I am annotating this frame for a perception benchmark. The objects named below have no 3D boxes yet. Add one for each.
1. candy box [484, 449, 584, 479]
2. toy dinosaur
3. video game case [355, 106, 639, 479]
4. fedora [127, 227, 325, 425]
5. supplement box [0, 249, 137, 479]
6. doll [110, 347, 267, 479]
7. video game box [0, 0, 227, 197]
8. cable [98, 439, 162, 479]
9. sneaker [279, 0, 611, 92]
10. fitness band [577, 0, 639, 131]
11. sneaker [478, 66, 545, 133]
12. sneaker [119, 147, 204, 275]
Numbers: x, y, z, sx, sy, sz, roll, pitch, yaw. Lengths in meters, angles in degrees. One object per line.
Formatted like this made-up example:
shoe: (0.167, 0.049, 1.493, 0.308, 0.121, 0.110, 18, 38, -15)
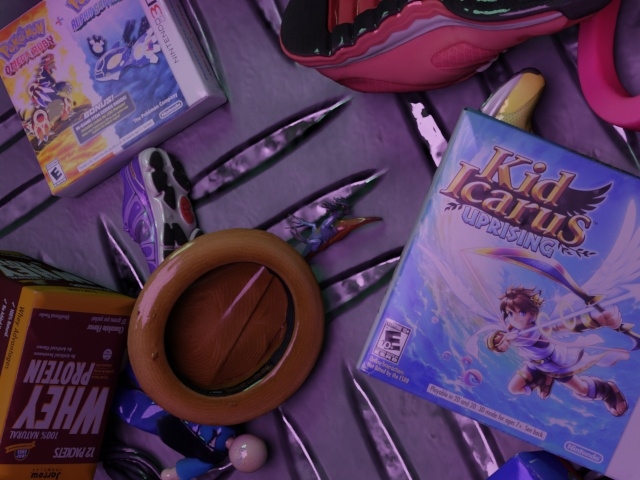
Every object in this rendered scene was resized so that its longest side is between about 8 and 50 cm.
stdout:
candy box: (0.162, 0.379, 1.387, 0.317, 0.122, 0.268, -45, 71, 18)
toy dinosaur: (0.000, 0.000, 1.515, 0.090, 0.047, 0.082, 25, 118, 12)
video game case: (0.200, 0.048, 1.366, 0.270, 0.061, 0.244, 22, 97, 3)
fedora: (-0.092, 0.076, 1.512, 0.194, 0.079, 0.194, -3, 102, -13)
supplement box: (-0.309, 0.119, 1.573, 0.194, 0.129, 0.191, 18, 97, 40)
doll: (-0.131, 0.177, 1.563, 0.189, 0.046, 0.129, 24, 93, 25)
video game box: (-0.218, -0.172, 1.612, 0.205, 0.048, 0.187, -31, 74, 20)
cable: (-0.211, 0.277, 1.597, 0.151, 0.047, 0.184, -32, 76, 20)
sneaker: (0.126, -0.201, 1.413, 0.314, 0.136, 0.116, -9, 63, 28)
fitness band: (0.288, -0.232, 1.315, 0.209, 0.054, 0.290, 44, 120, 58)
sneaker: (0.167, -0.051, 1.426, 0.094, 0.081, 0.208, 23, 104, 15)
sneaker: (-0.158, -0.005, 1.582, 0.071, 0.068, 0.169, -25, 70, 37)
